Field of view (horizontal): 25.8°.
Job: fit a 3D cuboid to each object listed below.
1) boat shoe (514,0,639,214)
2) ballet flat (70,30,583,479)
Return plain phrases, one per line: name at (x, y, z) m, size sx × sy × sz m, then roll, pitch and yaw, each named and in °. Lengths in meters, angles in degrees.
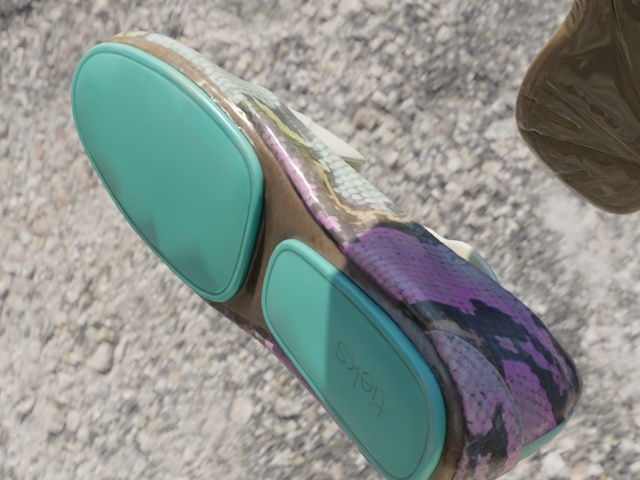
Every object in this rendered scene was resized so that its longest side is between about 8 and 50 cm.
boat shoe at (0.167, -0.107, 0.556) m, size 0.109 × 0.302 × 0.098 m, roll 45°, pitch 70°, yaw 9°
ballet flat at (0.000, 0.000, 0.468) m, size 0.079 × 0.077 × 0.221 m, roll -11°, pitch 41°, yaw -40°
